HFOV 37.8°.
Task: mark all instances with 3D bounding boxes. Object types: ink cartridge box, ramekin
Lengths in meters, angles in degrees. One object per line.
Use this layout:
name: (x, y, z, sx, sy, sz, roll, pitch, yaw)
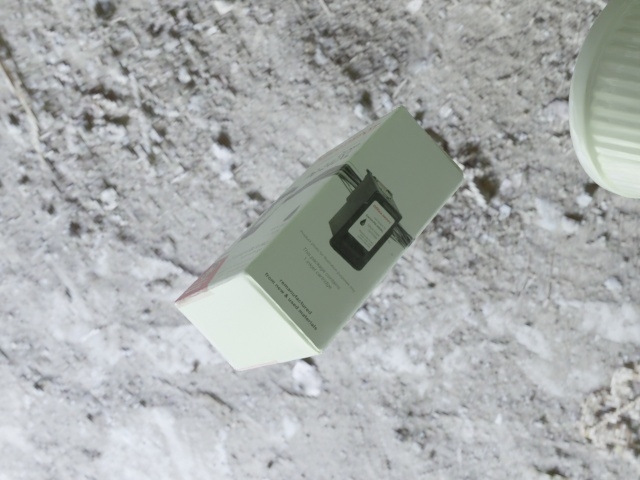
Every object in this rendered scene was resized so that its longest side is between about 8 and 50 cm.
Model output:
ink cartridge box: (0.000, 0.000, 0.554, 0.063, 0.150, 0.109, 48, 150, -10)
ramekin: (0.331, -0.128, 0.826, 0.109, 0.207, 0.207, 28, 135, 53)
